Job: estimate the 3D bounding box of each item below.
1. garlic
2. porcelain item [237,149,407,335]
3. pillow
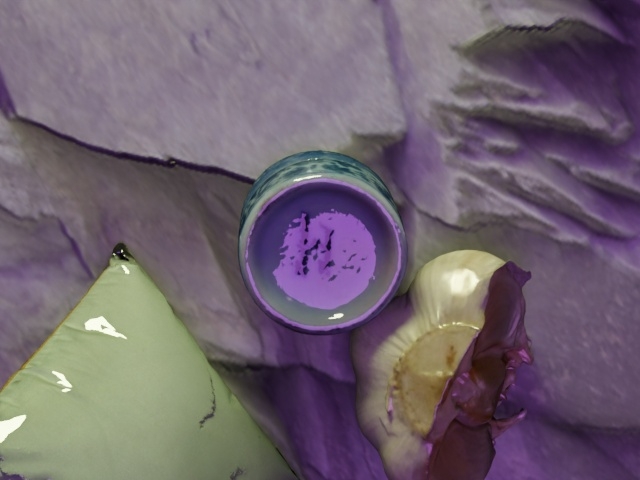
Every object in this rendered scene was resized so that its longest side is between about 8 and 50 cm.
[{"bbox_3d":[0.100,0.120,1.343,0.142,0.178,0.229,9,87,28],"label":"garlic"},{"bbox_3d":[0.000,0.000,1.312,0.147,0.114,0.147,-1,105,-3],"label":"porcelain item"},{"bbox_3d":[-0.161,0.206,1.293,0.119,0.310,0.312,-21,111,43],"label":"pillow"}]
